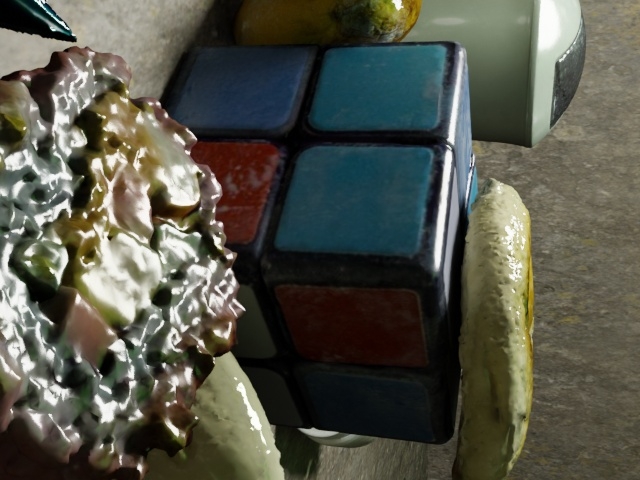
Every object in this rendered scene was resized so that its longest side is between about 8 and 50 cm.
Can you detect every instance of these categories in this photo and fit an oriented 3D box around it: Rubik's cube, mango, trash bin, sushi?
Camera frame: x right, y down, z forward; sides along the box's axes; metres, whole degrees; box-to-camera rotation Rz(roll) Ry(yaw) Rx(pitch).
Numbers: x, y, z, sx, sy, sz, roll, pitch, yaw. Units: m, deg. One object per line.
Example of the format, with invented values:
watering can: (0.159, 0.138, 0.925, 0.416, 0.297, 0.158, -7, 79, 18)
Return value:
Rubik's cube: (0.000, 0.000, 0.931, 0.313, 0.315, 0.319, 76, 21, -50)
mango: (0.008, -0.259, 1.013, 0.316, 0.192, 0.146, 8, -59, 65)
trash bin: (0.168, -0.284, 1.291, 0.280, 0.431, 0.281, 4, 90, -76)
sushi: (-0.178, 0.013, 0.510, 0.237, 0.170, 0.270, 55, 32, -22)

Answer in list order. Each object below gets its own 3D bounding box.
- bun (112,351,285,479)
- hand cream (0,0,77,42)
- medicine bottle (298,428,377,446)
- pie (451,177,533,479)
bun: (-0.122, 0.178, 0.734, 0.259, 0.159, 0.259, 156, -90, -81)
hand cream: (-0.231, -0.173, 0.412, 0.270, 0.120, 0.061, 44, 62, -66)
medicine bottle: (0.031, 0.271, 1.452, 0.258, 0.143, 0.144, 50, 45, -71)
pie: (0.178, 0.099, 0.873, 0.337, 0.075, 0.338, 4, 90, -76)
